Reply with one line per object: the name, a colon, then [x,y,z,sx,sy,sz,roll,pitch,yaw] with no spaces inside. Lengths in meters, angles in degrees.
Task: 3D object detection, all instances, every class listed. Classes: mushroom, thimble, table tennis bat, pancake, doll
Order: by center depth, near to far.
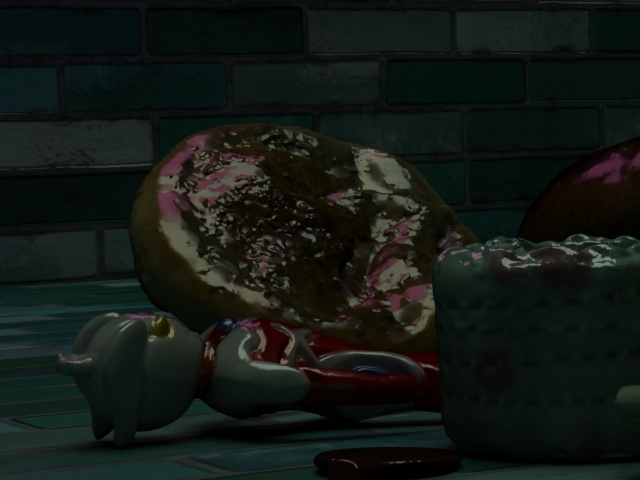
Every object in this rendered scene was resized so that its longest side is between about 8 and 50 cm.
table tennis bat: [0.037,0.144,1.302,0.098,0.019,0.154,-1,0,18]
thimble: [0.185,0.070,1.405,0.211,0.149,0.185,-5,2,-40]
doll: [-0.020,0.103,1.548,0.384,0.099,0.188,0,1,-26]
pancake: [-0.001,0.000,1.961,0.386,0.082,0.387,14,35,-10]
mushroom: [0.402,-0.020,2.350,0.345,0.239,0.345,2,2,0]

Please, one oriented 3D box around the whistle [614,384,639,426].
whistle: [0.306,0.100,1.212,0.253,0.106,0.102,-2,-38,25]
